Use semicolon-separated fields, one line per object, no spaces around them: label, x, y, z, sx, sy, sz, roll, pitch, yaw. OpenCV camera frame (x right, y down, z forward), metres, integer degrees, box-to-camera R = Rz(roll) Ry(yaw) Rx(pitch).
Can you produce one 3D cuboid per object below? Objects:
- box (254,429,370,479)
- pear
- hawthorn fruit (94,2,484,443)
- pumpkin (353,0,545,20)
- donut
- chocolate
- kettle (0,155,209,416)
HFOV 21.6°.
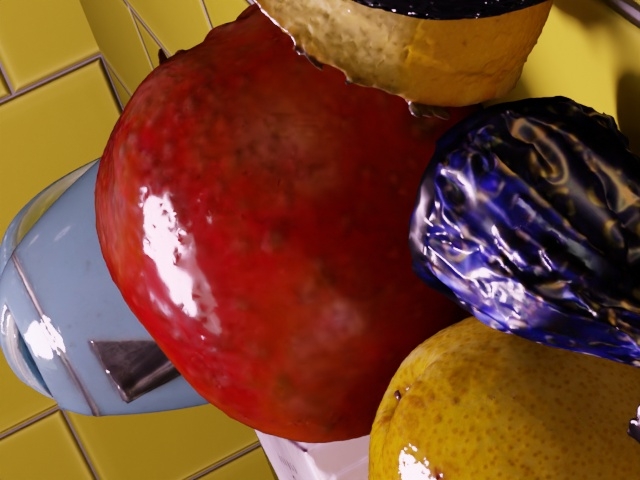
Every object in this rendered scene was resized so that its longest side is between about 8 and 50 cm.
box;0.069;0.140;1.242;0.111;0.194;0.260;64;171;-3
pear;0.121;0.135;0.927;0.209;0.209;0.209;60;169;19
hawthorn fruit;0.000;0.000;1.060;0.307;0.265;0.265;64;170;5
pumpkin;0.037;-0.194;0.648;0.233;0.163;0.233;49;168;15
donut;0.046;-0.130;0.805;0.078;0.181;0.146;-52;58;33
chocolate;0.181;0.069;0.759;0.343;0.126;0.148;48;154;38
kettle;-0.104;-0.002;1.343;0.319;0.342;0.247;49;163;57
